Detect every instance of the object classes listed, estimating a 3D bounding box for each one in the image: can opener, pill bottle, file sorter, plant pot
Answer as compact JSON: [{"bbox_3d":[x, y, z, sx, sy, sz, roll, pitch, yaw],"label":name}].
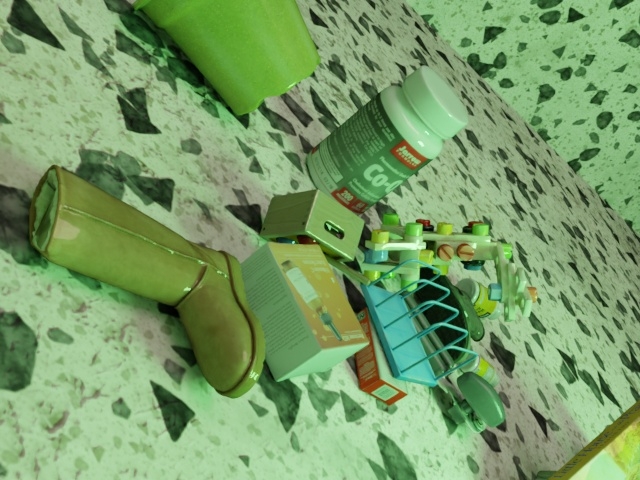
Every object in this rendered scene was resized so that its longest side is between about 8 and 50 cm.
[{"bbox_3d":[0.218,0.203,1.420,0.283,0.095,0.076,58,26,10],"label":"can opener"},{"bbox_3d":[0.307,0.250,1.563,0.083,0.043,0.043,38,30,-28],"label":"pill bottle"},{"bbox_3d":[0.161,0.130,1.311,0.118,0.104,0.170,23,39,-50],"label":"file sorter"},{"bbox_3d":[-0.136,-0.367,1.403,0.254,0.276,0.276,57,24,-16],"label":"plant pot"},{"bbox_3d":[0.126,-0.186,1.535,0.161,0.283,0.161,38,30,-27],"label":"pill bottle"},{"bbox_3d":[0.339,0.128,1.738,0.116,0.065,0.065,28,35,-39],"label":"pill bottle"}]

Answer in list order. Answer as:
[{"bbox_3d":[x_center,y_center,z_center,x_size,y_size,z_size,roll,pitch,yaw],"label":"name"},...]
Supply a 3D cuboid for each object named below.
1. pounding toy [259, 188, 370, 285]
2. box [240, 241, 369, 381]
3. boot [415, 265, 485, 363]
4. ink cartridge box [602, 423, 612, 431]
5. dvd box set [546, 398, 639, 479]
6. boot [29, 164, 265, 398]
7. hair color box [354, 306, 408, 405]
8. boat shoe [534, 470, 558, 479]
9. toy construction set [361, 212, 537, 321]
[{"bbox_3d":[0.000,0.000,1.277,0.141,0.130,0.100,32,65,-35],"label":"pounding toy"},{"bbox_3d":[-0.032,0.097,1.152,0.130,0.091,0.170,2,55,-57],"label":"box"},{"bbox_3d":[0.271,0.156,1.575,0.161,0.083,0.246,35,27,-34],"label":"boot"},{"bbox_3d":[0.641,0.485,1.620,0.060,0.239,0.275,-3,47,-8],"label":"ink cartridge box"},{"bbox_3d":[0.546,0.467,1.367,0.420,0.062,0.308,-29,87,-25],"label":"dvd box set"},{"bbox_3d":[-0.203,0.053,0.947,0.269,0.089,0.236,30,24,-38],"label":"boot"},{"bbox_3d":[0.091,0.183,1.297,0.072,0.043,0.141,34,32,-34],"label":"hair color box"},{"bbox_3d":[0.481,0.530,1.440,0.324,0.123,0.116,39,56,-18],"label":"boat shoe"},{"bbox_3d":[0.233,0.032,1.473,0.327,0.151,0.215,17,9,-3],"label":"toy construction set"}]
